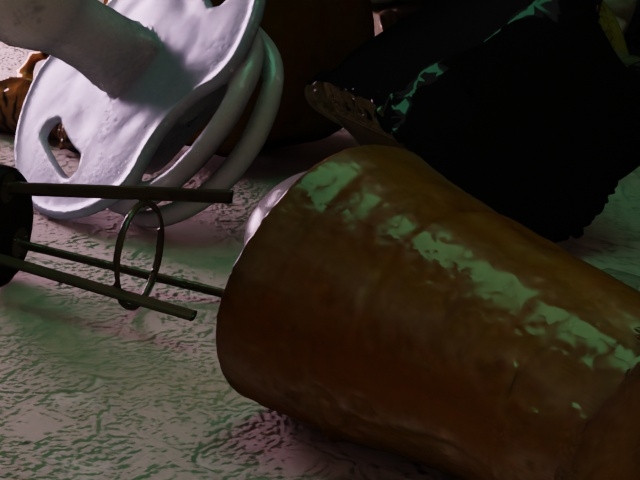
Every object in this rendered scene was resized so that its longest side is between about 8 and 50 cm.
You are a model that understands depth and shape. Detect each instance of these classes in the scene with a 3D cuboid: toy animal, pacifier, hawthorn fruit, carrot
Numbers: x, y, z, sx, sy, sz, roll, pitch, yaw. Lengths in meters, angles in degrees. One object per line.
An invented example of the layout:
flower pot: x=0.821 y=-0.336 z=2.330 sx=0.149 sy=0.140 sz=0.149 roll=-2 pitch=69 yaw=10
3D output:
toy animal: x=-0.321 y=-0.143 z=1.656 sx=0.255 sy=0.116 sz=0.114 roll=4 pitch=-5 yaw=19
pacifier: x=-0.180 y=-0.158 z=1.381 sx=0.233 sy=0.299 sz=0.244 roll=33 pitch=14 yaw=-38
hawthorn fruit: x=-0.076 y=-0.233 z=1.602 sx=0.267 sy=0.301 sz=0.268 roll=-3 pitch=17 yaw=1
carrot: x=0.090 y=0.073 z=0.985 sx=0.254 sy=0.196 sz=0.196 roll=31 pitch=32 yaw=35

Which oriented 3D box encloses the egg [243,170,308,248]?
egg: x=0.000 y=0.000 z=1.233 sx=0.103 sy=0.103 sz=0.135 roll=15 pitch=26 yaw=33

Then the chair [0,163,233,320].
chair: x=-0.171 y=0.006 z=1.222 sx=0.221 sy=0.104 sz=0.095 roll=12 pitch=38 yaw=19

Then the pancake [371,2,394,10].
pancake: x=0.056 y=-0.292 z=1.900 sx=0.253 sy=0.253 sz=0.037 roll=-16 pitch=58 yaw=-43

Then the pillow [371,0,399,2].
pillow: x=0.156 y=-0.292 z=1.710 sx=0.274 sy=0.076 sz=0.281 roll=-11 pitch=6 yaw=-15

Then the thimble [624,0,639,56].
thimble: x=0.390 y=-0.225 z=1.885 sx=0.097 sy=0.150 sz=0.150 roll=-13 pitch=25 yaw=-35

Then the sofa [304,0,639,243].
sofa: x=0.141 y=-0.102 z=1.426 sx=0.258 sy=0.182 sz=0.200 roll=-33 pitch=23 yaw=-9

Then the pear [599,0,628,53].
pear: x=0.203 y=-0.164 z=1.621 sx=0.197 sy=0.197 sz=0.197 roll=2 pitch=19 yaw=-1

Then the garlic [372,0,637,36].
garlic: x=0.180 y=-0.218 z=1.854 sx=0.325 sy=0.132 sz=0.279 roll=-6 pitch=21 yaw=-17

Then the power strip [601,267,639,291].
power strip: x=0.190 y=0.062 z=1.174 sx=0.075 sy=0.042 sz=0.175 roll=19 pitch=25 yaw=37
